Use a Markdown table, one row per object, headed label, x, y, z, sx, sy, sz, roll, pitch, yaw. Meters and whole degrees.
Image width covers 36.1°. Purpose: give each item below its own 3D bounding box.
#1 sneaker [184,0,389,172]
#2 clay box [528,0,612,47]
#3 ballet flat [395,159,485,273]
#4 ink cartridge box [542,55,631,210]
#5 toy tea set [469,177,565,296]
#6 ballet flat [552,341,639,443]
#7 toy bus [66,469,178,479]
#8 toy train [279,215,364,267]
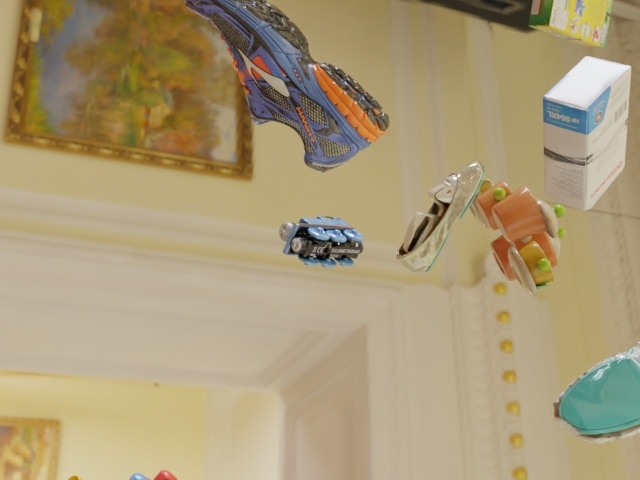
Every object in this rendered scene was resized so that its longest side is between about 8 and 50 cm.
| label | x | y | z | sx | sy | sz | roll | pitch | yaw |
| --- | --- | --- | --- | --- | --- | --- | --- | --- | --- |
| sneaker | -0.045 | -0.147 | 0.872 | 0.087 | 0.221 | 0.083 | -48 | 171 | 17 |
| clay box | 0.498 | -0.460 | 1.927 | 0.053 | 0.222 | 0.127 | 13 | -84 | 43 |
| ballet flat | 0.152 | -0.035 | 1.257 | 0.168 | 0.052 | 0.057 | -61 | -158 | 3 |
| ink cartridge box | 0.437 | -0.175 | 1.615 | 0.086 | 0.148 | 0.203 | 23 | -40 | 33 |
| toy tea set | 0.337 | -0.024 | 1.564 | 0.200 | 0.124 | 0.336 | 63 | 2 | -7 |
| ballet flat | 0.598 | 0.257 | 1.772 | 0.147 | 0.409 | 0.147 | 56 | -14 | 22 |
| toy bus | -0.206 | 0.342 | 1.001 | 0.211 | 0.149 | 0.220 | -46 | -137 | -7 |
| toy train | 0.000 | 0.000 | 1.851 | 0.105 | 0.184 | 0.080 | 35 | -68 | 38 |
